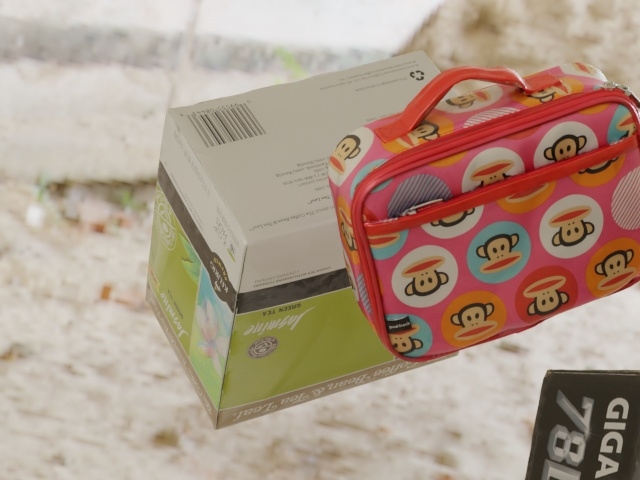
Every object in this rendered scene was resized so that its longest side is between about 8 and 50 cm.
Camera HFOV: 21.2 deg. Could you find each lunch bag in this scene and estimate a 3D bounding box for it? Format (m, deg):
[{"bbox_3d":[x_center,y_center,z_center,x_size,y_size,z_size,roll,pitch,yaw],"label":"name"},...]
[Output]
[{"bbox_3d":[0.158,-0.044,1.577,0.293,0.258,0.120,-19,32,-8],"label":"lunch bag"}]

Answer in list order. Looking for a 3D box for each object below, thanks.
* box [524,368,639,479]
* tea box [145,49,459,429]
[{"bbox_3d":[0.192,0.257,0.969,0.073,0.296,0.293,-2,-25,36],"label":"box"},{"bbox_3d":[0.000,0.000,1.925,0.329,0.324,0.220,-14,51,-24],"label":"tea box"}]
